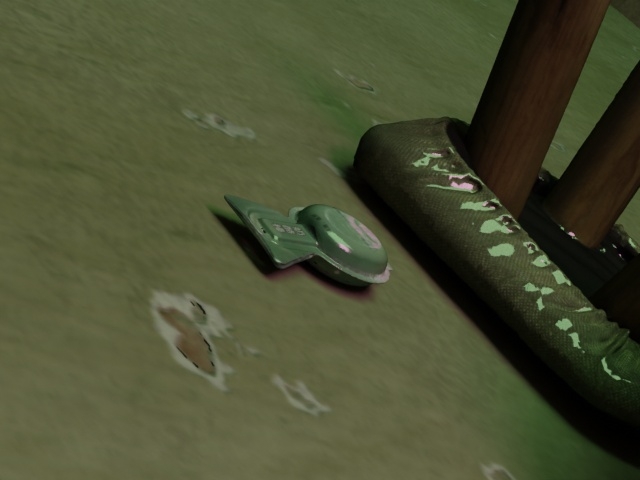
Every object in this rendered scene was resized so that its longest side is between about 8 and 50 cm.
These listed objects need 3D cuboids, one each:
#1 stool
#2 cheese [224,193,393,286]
[{"bbox_3d":[0.231,-0.033,1.045,0.310,0.226,0.310,46,21,31],"label":"stool"},{"bbox_3d":[0.000,0.000,0.860,0.121,0.026,0.067,12,30,-50],"label":"cheese"}]
